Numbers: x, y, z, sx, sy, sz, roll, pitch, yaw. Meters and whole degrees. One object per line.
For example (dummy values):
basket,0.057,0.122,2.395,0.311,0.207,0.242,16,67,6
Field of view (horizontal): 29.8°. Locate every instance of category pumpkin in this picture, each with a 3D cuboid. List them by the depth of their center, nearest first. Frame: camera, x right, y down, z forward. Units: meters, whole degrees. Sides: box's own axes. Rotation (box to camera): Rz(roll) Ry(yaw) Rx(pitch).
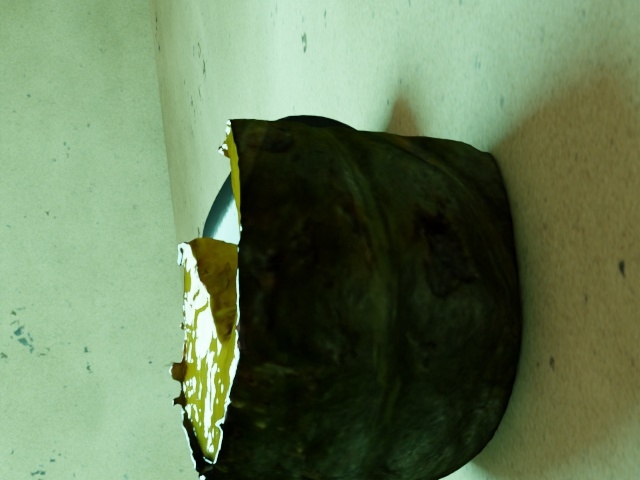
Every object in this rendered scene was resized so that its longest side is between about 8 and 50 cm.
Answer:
pumpkin,0.009,0.064,0.906,0.303,0.225,0.256,114,152,-64

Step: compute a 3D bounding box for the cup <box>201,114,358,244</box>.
cup,0.000,0.000,1.122,0.223,0.169,0.177,44,143,15
